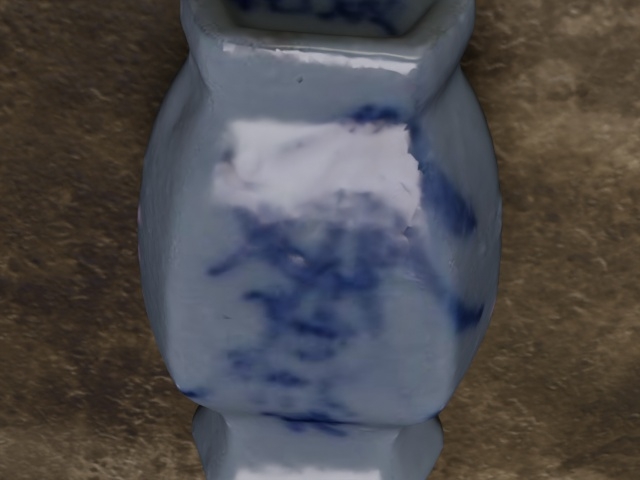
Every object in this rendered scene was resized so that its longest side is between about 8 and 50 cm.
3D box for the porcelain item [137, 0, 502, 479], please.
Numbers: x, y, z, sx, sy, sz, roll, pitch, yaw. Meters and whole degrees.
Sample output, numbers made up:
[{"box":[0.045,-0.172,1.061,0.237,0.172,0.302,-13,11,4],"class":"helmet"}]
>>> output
[{"box":[0.000,0.000,0.991,0.243,0.178,0.405,4,130,3],"class":"porcelain item"}]
